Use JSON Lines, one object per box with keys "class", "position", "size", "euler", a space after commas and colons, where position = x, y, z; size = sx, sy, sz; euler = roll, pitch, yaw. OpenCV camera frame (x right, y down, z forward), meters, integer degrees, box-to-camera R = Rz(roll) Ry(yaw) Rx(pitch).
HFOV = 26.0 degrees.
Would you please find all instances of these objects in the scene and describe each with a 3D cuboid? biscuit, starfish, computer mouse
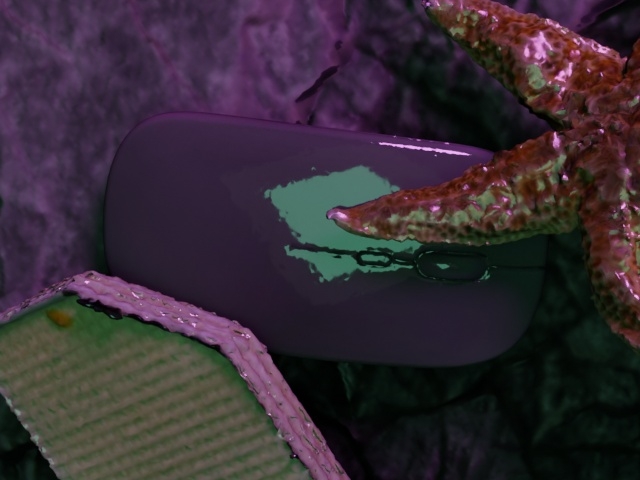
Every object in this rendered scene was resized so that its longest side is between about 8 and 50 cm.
{"class": "biscuit", "position": [-0.065, 0.122, 0.723], "size": [0.147, 0.046, 0.250], "euler": [-26, 104, 30]}
{"class": "starfish", "position": [0.139, -0.051, 0.627], "size": [0.277, 0.062, 0.235], "euler": [-7, 76, 28]}
{"class": "computer mouse", "position": [-0.001, 0.000, 0.708], "size": [0.232, 0.057, 0.120], "euler": [9, 103, 6]}

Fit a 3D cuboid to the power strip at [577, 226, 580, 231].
{"class": "power strip", "position": [0.193, 0.015, 0.637], "size": [0.092, 0.034, 0.268], "euler": [-47, 58, 23]}
